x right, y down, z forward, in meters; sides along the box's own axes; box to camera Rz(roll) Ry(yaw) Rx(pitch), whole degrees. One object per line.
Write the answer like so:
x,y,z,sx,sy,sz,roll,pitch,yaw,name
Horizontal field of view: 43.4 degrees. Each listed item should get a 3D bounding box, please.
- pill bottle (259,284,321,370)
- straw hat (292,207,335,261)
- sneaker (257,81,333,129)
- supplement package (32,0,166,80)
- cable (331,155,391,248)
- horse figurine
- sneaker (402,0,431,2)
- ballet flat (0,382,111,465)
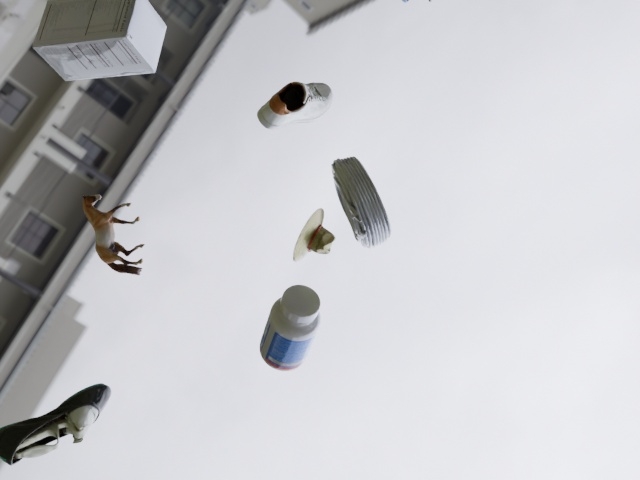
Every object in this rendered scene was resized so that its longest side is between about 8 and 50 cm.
-0.068,0.207,1.918,0.221,0.124,0.124,111,-10,-49,pill bottle
0.000,0.000,1.792,0.144,0.061,0.144,-56,165,-23,straw hat
-0.041,-0.392,2.234,0.290,0.106,0.123,-34,174,-45,sneaker
-0.495,-0.460,1.814,0.244,0.134,0.139,0,-114,19,supplement package
0.104,-0.104,2.132,0.089,0.257,0.257,-22,-108,-1,cable
-0.601,-0.011,2.339,0.174,0.263,0.066,-4,-164,17,horse figurine
0.182,-0.607,1.899,0.069,0.186,0.083,-30,128,-70,sneaker
-0.578,0.417,1.781,0.280,0.095,0.096,-25,-132,-29,ballet flat
